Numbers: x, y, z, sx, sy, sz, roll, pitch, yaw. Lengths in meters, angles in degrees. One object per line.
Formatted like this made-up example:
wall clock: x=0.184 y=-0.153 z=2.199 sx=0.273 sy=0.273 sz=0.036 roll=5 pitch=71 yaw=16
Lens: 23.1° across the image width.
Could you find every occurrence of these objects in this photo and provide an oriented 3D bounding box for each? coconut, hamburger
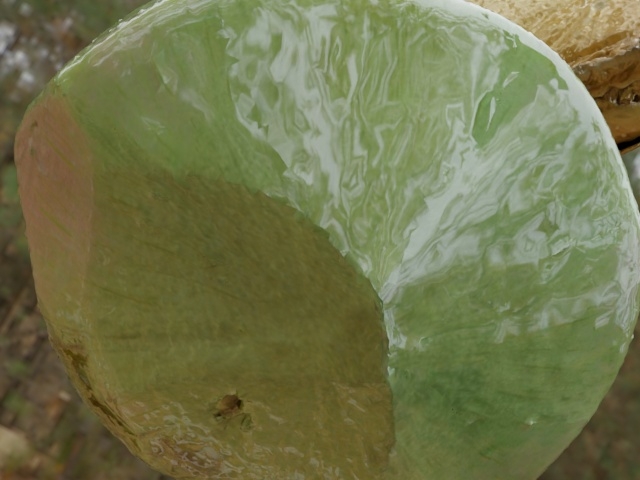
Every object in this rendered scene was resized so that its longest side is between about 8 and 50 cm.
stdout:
coconut: x=0.000 y=0.000 z=0.774 sx=0.328 sy=0.281 sz=0.328 roll=53 pitch=1 yaw=-1
hamburger: x=0.183 y=-0.145 z=1.178 sx=0.214 sy=0.214 sz=0.108 roll=23 pitch=-31 yaw=46
